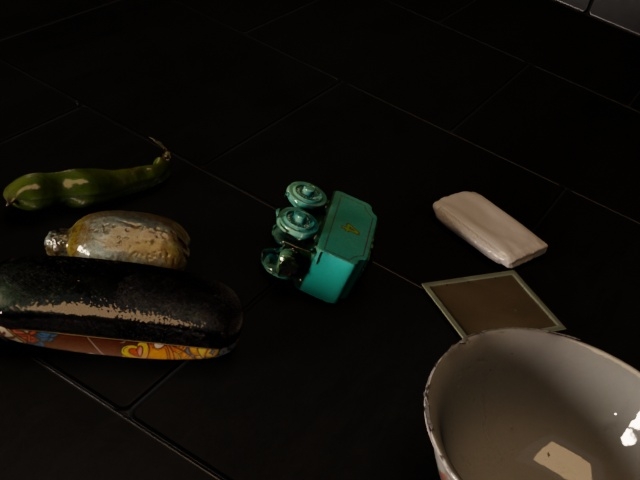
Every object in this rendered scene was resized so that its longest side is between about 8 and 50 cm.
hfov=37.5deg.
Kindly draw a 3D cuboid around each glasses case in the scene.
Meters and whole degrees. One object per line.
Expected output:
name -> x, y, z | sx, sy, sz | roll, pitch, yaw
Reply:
glasses case -> -0.256, 0.083, 1.178 | 0.321, 0.082, 0.122 | 8, 37, -14

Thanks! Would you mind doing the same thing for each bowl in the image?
bowl -> 0.262, 0.270, 1.064 | 0.345, 0.157, 0.345 | 11, 36, -8

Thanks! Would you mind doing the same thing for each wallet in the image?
wallet -> 0.281, -0.019, 1.579 | 0.124, 0.032, 0.183 | -20, 47, -40

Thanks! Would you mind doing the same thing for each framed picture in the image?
framed picture -> 0.260, 0.102, 1.421 | 0.183, 0.011, 0.142 | -7, 41, -29

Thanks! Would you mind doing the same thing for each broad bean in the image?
broad bean -> -0.337, -0.090, 1.413 | 0.098, 0.056, 0.318 | 27, 31, 26

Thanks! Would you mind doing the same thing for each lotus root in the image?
lotus root -> -0.273, 0.010, 1.270 | 0.192, 0.088, 0.113 | 7, 42, -12

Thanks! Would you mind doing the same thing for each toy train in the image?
toy train -> 0.000, 0.000, 1.381 | 0.154, 0.107, 0.198 | 23, 35, -4
